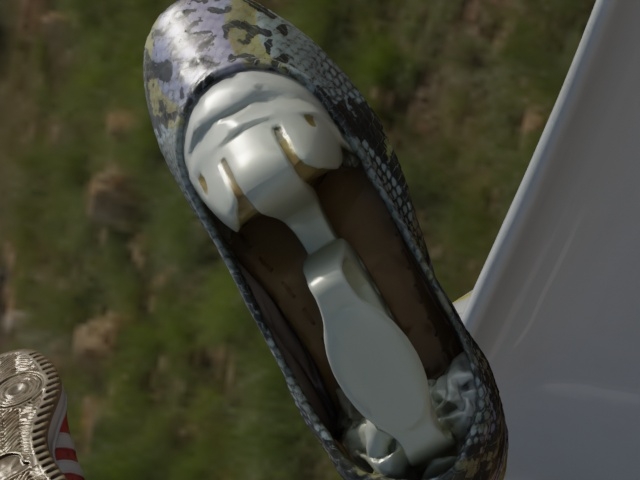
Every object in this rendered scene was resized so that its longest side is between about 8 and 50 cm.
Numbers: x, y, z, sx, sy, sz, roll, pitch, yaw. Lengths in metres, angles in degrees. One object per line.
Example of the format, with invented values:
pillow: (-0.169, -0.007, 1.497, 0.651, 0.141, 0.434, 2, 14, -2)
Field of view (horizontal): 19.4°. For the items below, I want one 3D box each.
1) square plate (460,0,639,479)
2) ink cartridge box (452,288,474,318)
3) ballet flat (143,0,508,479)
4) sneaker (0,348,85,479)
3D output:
square plate: (0.244, -0.035, 0.665, 0.049, 0.344, 0.347, -101, 27, -63)
ink cartridge box: (0.164, 0.127, 1.322, 0.119, 0.353, 0.207, -18, 96, 41)
ballet flat: (0.000, 0.000, 0.343, 0.114, 0.041, 0.041, 61, 144, 9)
sneaker: (-0.084, 0.088, 0.588, 0.118, 0.042, 0.067, -117, 2, -55)
